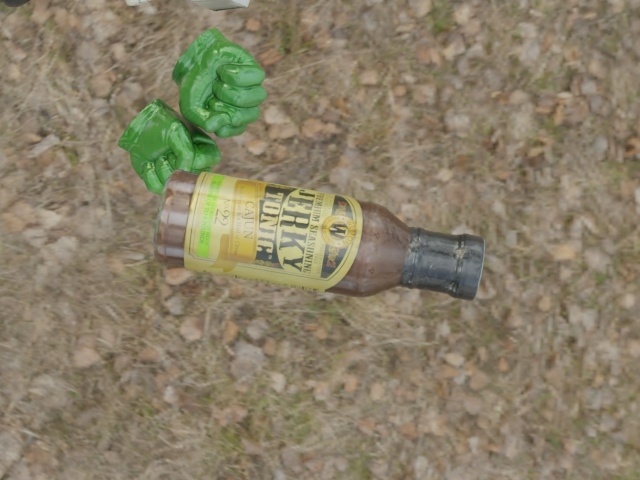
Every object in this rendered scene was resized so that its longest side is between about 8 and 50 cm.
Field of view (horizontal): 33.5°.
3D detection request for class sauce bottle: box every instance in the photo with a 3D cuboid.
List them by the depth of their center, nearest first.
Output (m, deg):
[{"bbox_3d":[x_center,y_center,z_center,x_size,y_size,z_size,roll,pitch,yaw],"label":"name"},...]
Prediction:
[{"bbox_3d":[0.000,0.000,1.134,0.345,0.111,0.111,8,84,1],"label":"sauce bottle"}]

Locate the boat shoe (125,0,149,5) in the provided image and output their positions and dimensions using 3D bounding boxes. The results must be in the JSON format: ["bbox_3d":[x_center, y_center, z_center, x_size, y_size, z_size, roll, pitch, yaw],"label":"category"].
[{"bbox_3d":[-0.156,-0.274,1.116,0.137,0.049,0.043,-26,120,-52],"label":"boat shoe"}]

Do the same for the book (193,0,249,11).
[{"bbox_3d":[-0.110,-0.340,1.335,0.035,0.144,0.096,20,92,-25],"label":"book"}]

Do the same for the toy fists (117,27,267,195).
[{"bbox_3d":[-0.193,-0.184,1.636,0.142,0.279,0.096,44,23,4],"label":"toy fists"}]

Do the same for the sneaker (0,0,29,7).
[{"bbox_3d":[-0.212,-0.353,1.149,0.146,0.122,0.330,39,71,-3],"label":"sneaker"}]
